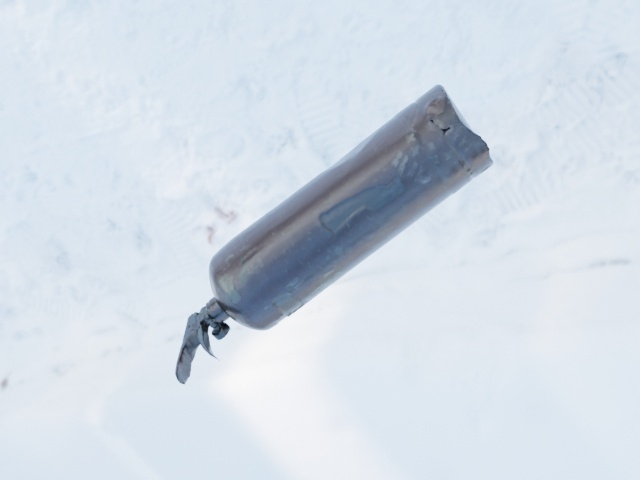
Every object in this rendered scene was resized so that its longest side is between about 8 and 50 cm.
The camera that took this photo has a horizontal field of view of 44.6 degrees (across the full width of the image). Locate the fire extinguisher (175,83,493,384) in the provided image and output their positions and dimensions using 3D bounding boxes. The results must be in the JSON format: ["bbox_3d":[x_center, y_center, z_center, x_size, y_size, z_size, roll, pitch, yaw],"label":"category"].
[{"bbox_3d":[0.000,0.000,0.558,0.268,0.089,0.072,-37,122,7],"label":"fire extinguisher"}]
